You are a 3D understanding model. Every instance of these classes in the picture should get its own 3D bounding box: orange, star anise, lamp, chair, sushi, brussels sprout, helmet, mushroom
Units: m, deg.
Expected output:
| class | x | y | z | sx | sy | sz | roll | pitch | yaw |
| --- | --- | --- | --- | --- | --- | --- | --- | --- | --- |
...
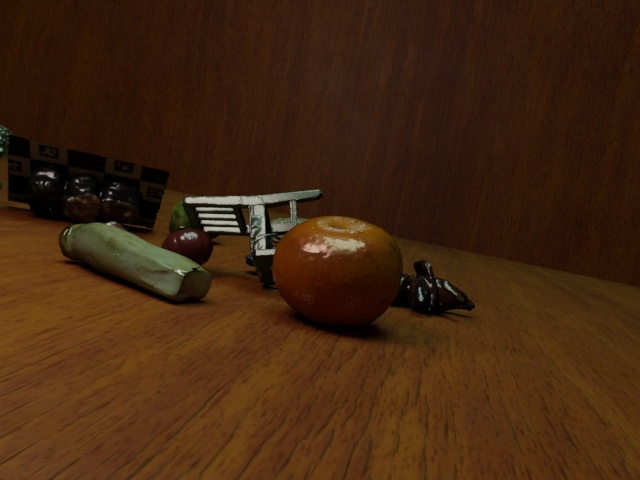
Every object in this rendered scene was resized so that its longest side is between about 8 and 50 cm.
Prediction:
| class | x | y | z | sx | sy | sz | roll | pitch | yaw |
| --- | --- | --- | --- | --- | --- | --- | --- | --- | --- |
| orange | 0.026 | 0.052 | 1.174 | 0.224 | 0.170 | 0.224 | 4 | 16 | -1 |
| star anise | 0.197 | 0.088 | 1.504 | 0.272 | 0.102 | 0.272 | 9 | 3 | 0 |
| lamp | -0.256 | 0.019 | 1.364 | 0.101 | 0.090 | 0.101 | -14 | -19 | -5 |
| chair | -0.122 | 0.001 | 1.369 | 0.271 | 0.147 | 0.136 | -4 | -28 | 0 |
| sushi | -0.579 | -0.091 | 1.734 | 0.373 | 0.100 | 0.296 | 12 | -32 | -16 |
| brussels sprout | -0.322 | -0.058 | 1.873 | 0.155 | 0.117 | 0.155 | 14 | 15 | -4 |
| helmet | -0.414 | 0.002 | 1.427 | 0.065 | 0.049 | 0.084 | -19 | -28 | 8 |
| mushroom | -0.316 | 0.029 | 1.188 | 0.312 | 0.081 | 0.100 | 17 | 14 | 34 |

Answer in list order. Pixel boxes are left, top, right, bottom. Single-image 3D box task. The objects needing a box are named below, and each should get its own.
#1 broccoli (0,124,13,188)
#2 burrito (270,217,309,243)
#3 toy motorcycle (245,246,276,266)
| class | x | y | z | sx | sy | sz | roll | pitch | yaw |
| --- | --- | --- | --- | --- | --- | --- | --- | --- | --- |
| broccoli | -0.861 | -0.175 | 1.717 | 0.263 | 0.247 | 0.243 | -11 | -26 | -5 |
| burrito | 0.007 | 0.000 | 2.013 | 0.348 | 0.107 | 0.175 | 11 | 6 | 27 |
| toy motorcycle | -0.052 | 0.050 | 1.506 | 0.213 | 0.084 | 0.118 | 9 | 12 | 33 |
